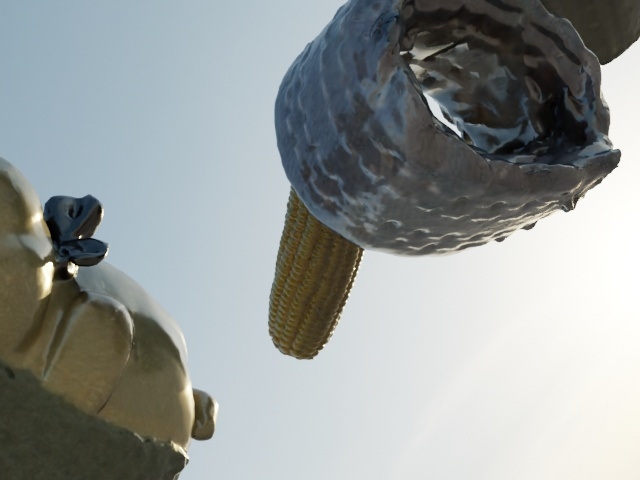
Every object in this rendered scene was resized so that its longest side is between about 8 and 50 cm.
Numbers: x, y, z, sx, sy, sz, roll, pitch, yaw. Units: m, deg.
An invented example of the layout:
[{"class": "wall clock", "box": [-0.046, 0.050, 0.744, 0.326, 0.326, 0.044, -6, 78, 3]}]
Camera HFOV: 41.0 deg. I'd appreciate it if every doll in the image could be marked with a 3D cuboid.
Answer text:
[{"class": "doll", "box": [-0.229, 0.071, 0.583, 0.350, 0.247, 0.247, 36, -91, -42]}]

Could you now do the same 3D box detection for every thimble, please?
[{"class": "thimble", "box": [0.096, -0.093, 0.655, 0.172, 0.236, 0.205, -29, 37, 57]}]

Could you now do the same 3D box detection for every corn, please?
[{"class": "corn", "box": [0.000, 0.000, 0.750, 0.080, 0.080, 0.231, -16, -49, -48]}]

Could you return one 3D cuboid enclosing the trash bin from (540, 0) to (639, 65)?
[{"class": "trash bin", "box": [0.199, -0.300, 0.761, 0.202, 0.252, 0.301, -58, -30, -5]}]
